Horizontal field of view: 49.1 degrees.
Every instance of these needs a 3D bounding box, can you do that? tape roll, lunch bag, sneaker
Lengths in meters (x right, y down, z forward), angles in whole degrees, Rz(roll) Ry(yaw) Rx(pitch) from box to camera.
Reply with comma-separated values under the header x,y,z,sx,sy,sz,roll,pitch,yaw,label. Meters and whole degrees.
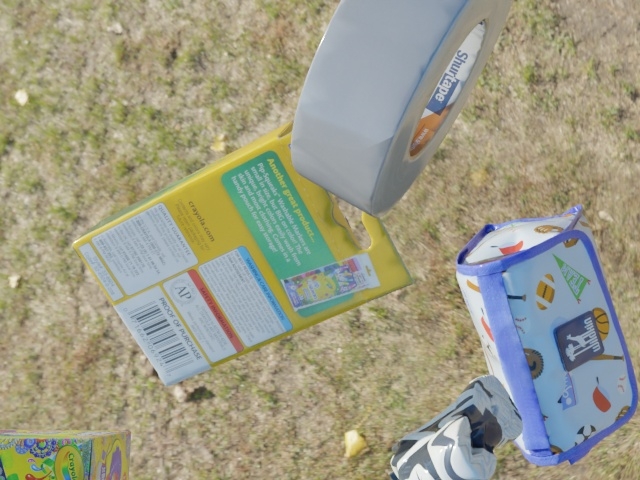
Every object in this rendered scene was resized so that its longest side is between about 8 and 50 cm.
x,y,z,sx,sy,sz,roll,pitch,yaw,label
0.067,-0.128,0.528,0.072,0.219,0.219,31,91,13,tape roll
0.366,0.139,1.150,0.238,0.385,0.328,-16,94,29,lunch bag
0.161,0.260,0.894,0.153,0.235,0.094,-35,89,28,sneaker

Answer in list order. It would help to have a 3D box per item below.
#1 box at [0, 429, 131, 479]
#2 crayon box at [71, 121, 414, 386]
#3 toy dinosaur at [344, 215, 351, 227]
x,y,z,sx,sy,sz,roll,pitch,yaw,label
-0.435,0.361,0.984,0.279,0.290,0.177,2,76,-6,box
-0.082,0.011,0.780,0.322,0.083,0.203,-24,106,18,crayon box
0.000,0.000,0.859,0.082,0.047,0.090,-24,33,4,toy dinosaur
